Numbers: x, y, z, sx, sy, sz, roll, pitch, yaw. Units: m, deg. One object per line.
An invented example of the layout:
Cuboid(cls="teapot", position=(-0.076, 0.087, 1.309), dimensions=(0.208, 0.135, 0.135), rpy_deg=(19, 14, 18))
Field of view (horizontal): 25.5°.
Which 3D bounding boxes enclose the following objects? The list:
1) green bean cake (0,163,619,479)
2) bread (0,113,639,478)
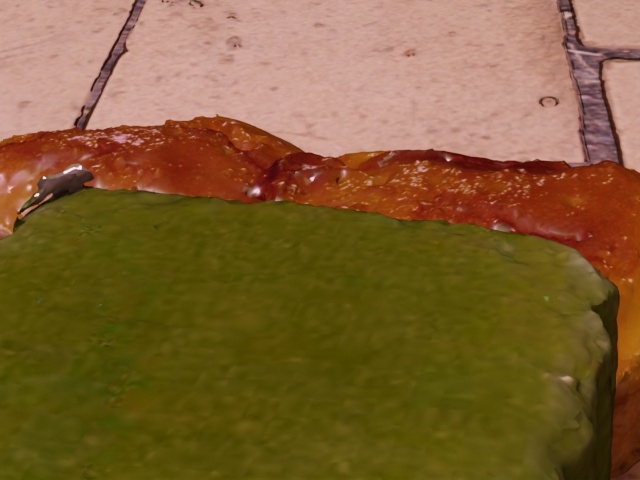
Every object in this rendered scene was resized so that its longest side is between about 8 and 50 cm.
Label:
Cuboid(cls="green bean cake", position=(-0.031, 0.099, 0.491), dimensions=(0.249, 0.156, 0.247), rpy_deg=(8, 33, 16))
Cuboid(cls="bread", position=(0.000, 0.000, 0.704), dimensions=(0.380, 0.109, 0.185), rpy_deg=(11, 34, 23))
